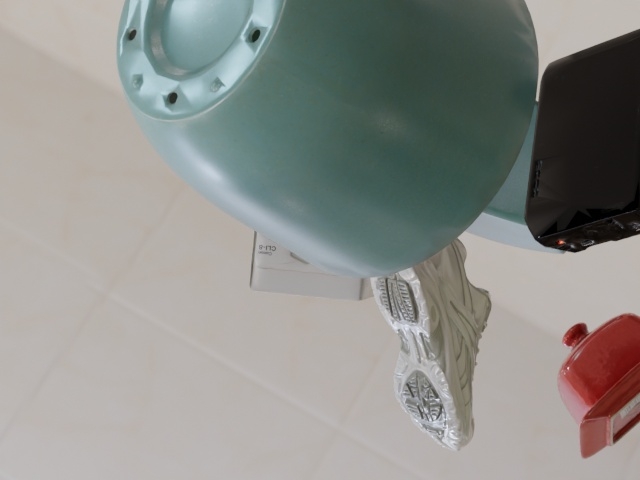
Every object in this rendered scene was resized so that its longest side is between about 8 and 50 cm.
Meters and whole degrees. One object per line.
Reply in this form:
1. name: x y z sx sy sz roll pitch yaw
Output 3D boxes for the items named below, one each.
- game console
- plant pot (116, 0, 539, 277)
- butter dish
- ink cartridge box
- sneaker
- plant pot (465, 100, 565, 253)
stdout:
1. game console: 0.340 -0.121 1.414 0.361 0.044 0.213 -18 48 38
2. plant pot: -0.016 -0.140 1.258 0.235 0.293 0.293 22 -80 -45
3. butter dish: 0.312 0.138 1.748 0.160 0.118 0.160 -39 -24 -9
4. ink cartridge box: 0.000 0.000 1.814 0.176 0.128 0.127 -2 -83 -83
5. sneaker: 0.130 0.097 1.568 0.115 0.090 0.232 -29 -59 -33
6. plant pot: 0.197 -0.090 1.841 0.165 0.234 0.166 -59 -24 -5
